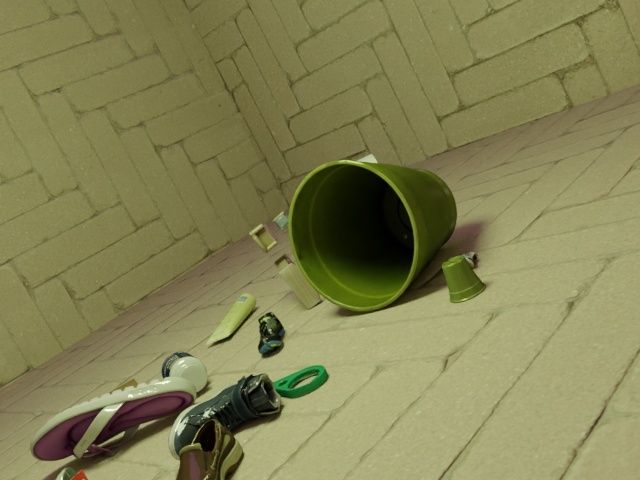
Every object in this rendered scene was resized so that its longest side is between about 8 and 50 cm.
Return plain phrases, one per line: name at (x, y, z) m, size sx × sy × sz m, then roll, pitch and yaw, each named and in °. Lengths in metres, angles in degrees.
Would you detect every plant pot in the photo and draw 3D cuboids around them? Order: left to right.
plant pot at (0.171, -0.044, 1.813) m, size 0.366 × 0.366 × 0.353 m, roll -19°, pitch 0°, yaw 39°
plant pot at (0.295, 0.077, 1.496) m, size 0.083 × 0.079 × 0.083 m, roll -26°, pitch 9°, yaw 4°

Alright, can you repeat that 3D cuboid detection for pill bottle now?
pill bottle at (-0.340, 0.335, 1.786) m, size 0.094 × 0.094 × 0.169 m, roll -31°, pitch 11°, yaw -22°

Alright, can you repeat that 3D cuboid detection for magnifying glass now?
magnifying glass at (-0.082, 0.306, 1.481) m, size 0.231 × 0.026 × 0.092 m, roll -18°, pitch 13°, yaw 33°

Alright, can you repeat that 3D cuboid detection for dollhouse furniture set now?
dollhouse furniture set at (0.000, 0.000, 2.065) m, size 0.303 × 0.286 × 0.198 m, roll -39°, pitch 11°, yaw -3°

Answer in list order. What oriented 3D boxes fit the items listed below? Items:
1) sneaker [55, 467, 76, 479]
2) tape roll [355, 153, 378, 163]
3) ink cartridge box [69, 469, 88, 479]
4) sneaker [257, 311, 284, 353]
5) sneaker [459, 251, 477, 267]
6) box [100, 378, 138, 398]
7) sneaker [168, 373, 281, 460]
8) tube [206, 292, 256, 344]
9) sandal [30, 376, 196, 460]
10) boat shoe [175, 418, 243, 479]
sneaker at (-0.553, 0.527, 1.479) m, size 0.061 × 0.053 × 0.152 m, roll -28°, pitch 10°, yaw 8°
tape roll at (0.183, -0.132, 2.284) m, size 0.100 × 0.286 × 0.286 m, roll -27°, pitch 10°, yaw 3°
ink cartridge box at (-0.481, 0.504, 1.377) m, size 0.029 × 0.063 × 0.115 m, roll -22°, pitch 11°, yaw 33°
sneaker at (-0.136, 0.234, 1.821) m, size 0.067 × 0.078 × 0.188 m, roll -26°, pitch 10°, yaw 7°
sneaker at (0.353, 0.041, 1.666) m, size 0.037 × 0.032 × 0.083 m, roll -27°, pitch 10°, yaw 3°
box at (-0.583, 0.458, 2.009) m, size 0.164 × 0.021 × 0.201 m, roll -31°, pitch 10°, yaw -20°
sneaker at (-0.178, 0.337, 1.376) m, size 0.163 × 0.086 × 0.226 m, roll -22°, pitch 9°, yaw 41°
tube at (-0.272, 0.248, 2.199) m, size 0.240 × 0.062 × 0.070 m, roll -54°, pitch -15°, yaw -59°
sandal at (-0.481, 0.430, 1.624) m, size 0.416 × 0.169 × 0.102 m, roll -26°, pitch 50°, yaw 6°
boat shoe at (-0.208, 0.385, 1.175) m, size 0.095 × 0.095 × 0.257 m, roll -25°, pitch 10°, yaw 12°
